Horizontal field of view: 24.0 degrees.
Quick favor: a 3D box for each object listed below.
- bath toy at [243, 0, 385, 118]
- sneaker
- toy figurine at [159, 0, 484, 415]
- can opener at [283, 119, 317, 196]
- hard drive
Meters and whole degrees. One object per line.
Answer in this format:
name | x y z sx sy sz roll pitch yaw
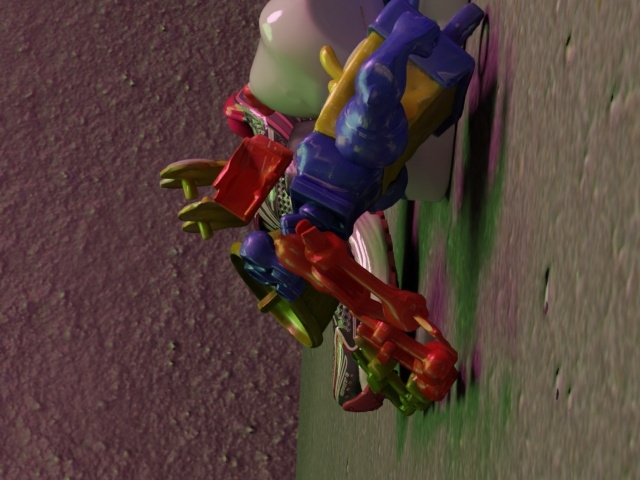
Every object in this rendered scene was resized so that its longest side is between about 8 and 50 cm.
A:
bath toy | -0.010 -0.233 1.124 0.129 0.151 0.348 -39 46 46
sneaker | 0.000 0.000 1.231 0.121 0.112 0.299 80 178 -67
toy figurine | 0.053 -0.040 0.939 0.217 0.191 0.362 -56 -10 -10
can opener | 0.018 -0.116 1.151 0.059 0.073 0.186 83 -163 -63
hard drive | 0.069 -0.163 1.161 0.319 0.040 0.210 -102 17 -77
